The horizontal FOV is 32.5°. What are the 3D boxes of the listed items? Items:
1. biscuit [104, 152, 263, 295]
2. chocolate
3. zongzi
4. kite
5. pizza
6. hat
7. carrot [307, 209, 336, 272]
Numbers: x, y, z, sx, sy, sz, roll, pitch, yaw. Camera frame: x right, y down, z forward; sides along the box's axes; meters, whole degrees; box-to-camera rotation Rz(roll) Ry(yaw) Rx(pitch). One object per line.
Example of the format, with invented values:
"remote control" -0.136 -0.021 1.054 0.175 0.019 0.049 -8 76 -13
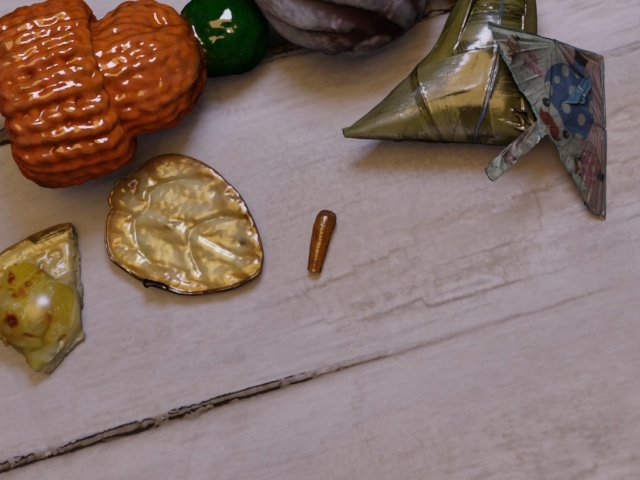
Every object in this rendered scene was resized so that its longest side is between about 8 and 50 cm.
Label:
"biscuit" -0.199 -0.014 1.613 0.260 0.041 0.203 28 82 11
"chocolate" 0.035 -0.363 1.530 0.303 0.303 0.212 -24 99 3
"zongzi" 0.170 -0.258 1.556 0.275 0.125 0.250 1 81 5
"kite" 0.320 -0.167 1.504 0.314 0.011 0.335 -45 110 -32
"pizza" -0.415 0.074 1.605 0.204 0.080 0.188 -45 78 -3
"hat" -0.260 -0.221 1.568 0.401 0.285 0.285 -9 79 -9
"carrot" 0.000 0.000 1.587 0.032 0.032 0.093 13 87 10
